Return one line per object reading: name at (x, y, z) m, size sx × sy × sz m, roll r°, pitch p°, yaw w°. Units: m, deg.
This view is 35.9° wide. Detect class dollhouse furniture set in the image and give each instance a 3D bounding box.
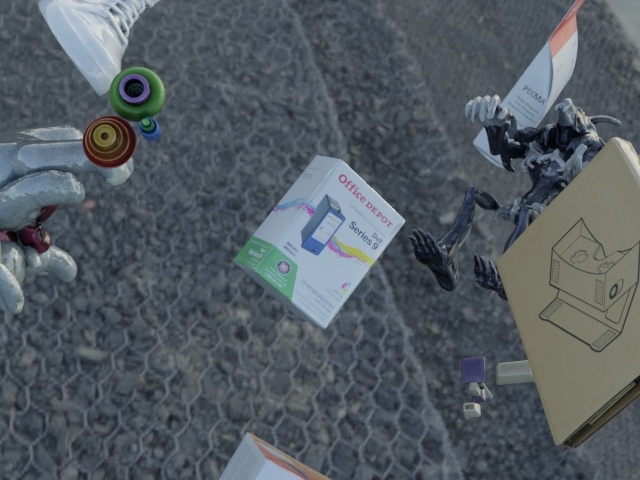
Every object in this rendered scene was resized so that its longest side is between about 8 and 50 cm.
dollhouse furniture set at (0.277, 0.230, 1.484) m, size 0.114 × 0.081 × 0.091 m, roll -9°, pitch 55°, yaw 20°

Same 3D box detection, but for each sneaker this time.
sneaker at (-0.252, -0.298, 1.215) m, size 0.169 × 0.108 × 0.292 m, roll -29°, pitch 42°, yaw -1°

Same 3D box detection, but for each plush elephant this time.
plush elephant at (-0.446, -0.021, 1.426) m, size 0.330 × 0.256 × 0.272 m, roll -11°, pitch 18°, yaw -38°

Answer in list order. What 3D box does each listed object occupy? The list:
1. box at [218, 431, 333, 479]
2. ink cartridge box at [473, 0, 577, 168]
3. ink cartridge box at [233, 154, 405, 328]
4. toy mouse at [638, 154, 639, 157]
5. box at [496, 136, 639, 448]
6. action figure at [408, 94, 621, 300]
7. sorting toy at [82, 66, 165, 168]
box at (-0.043, 0.303, 1.135) m, size 0.130 × 0.170 × 0.091 m, roll 32°, pitch 83°, yaw -10°
ink cartridge box at (0.285, -0.212, 1.183) m, size 0.066 × 0.232 × 0.189 m, roll 41°, pitch 32°, yaw 3°
ink cartridge box at (0.000, 0.000, 1.484) m, size 0.154 × 0.093 × 0.212 m, roll 43°, pitch 78°, yaw -25°
toy mouse at (0.405, -0.142, 1.036) m, size 0.161 × 0.143 × 0.031 m, roll -41°, pitch 96°, yaw -4°
box at (0.217, 0.037, 0.779) m, size 0.021 × 0.164 × 0.201 m, roll 20°, pitch 37°, yaw -24°
action figure at (0.218, -0.068, 1.000) m, size 0.164 × 0.141 × 0.276 m, roll 25°, pitch 62°, yaw 30°
sorting toy at (-0.173, -0.111, 0.881) m, size 0.061 × 0.042 × 0.102 m, roll 25°, pitch 83°, yaw 0°
